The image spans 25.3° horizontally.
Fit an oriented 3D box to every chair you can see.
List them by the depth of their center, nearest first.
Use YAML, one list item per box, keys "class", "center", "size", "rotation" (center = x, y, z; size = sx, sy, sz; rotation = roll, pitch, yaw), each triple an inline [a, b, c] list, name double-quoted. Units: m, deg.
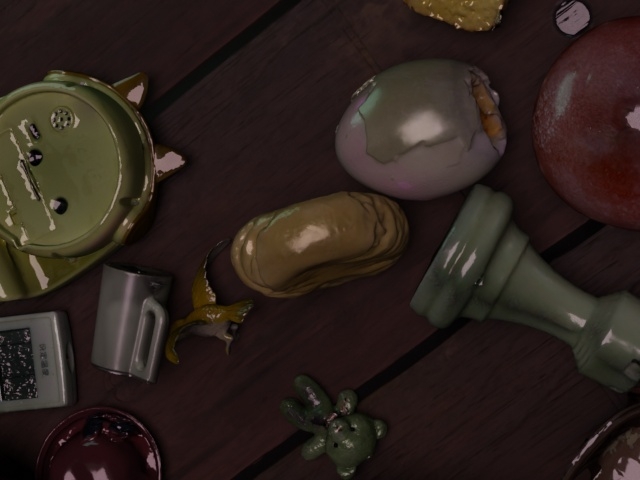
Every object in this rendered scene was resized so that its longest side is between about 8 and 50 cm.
- class: "chair"
  center: [0.398, 0.285, 1.699]
  size: [0.183, 0.326, 0.176]
  rotation: [41, 101, 12]

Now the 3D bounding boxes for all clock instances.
- class: "clock"
  center: [-0.370, -0.098, 2.009]
  size: [0.348, 0.117, 0.286]
  rotation: [-27, 84, 13]

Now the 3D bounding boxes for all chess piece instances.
- class: "chess piece"
  center: [0.283, 0.074, 1.814]
  size: [0.299, 0.194, 0.195]
  rotation: [28, 97, 4]

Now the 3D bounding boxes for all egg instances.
- class: "egg"
  center: [0.122, -0.139, 1.848]
  size: [0.217, 0.183, 0.183]
  rotation: [-17, 86, 24]

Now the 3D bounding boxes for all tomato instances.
- class: "tomato"
  center: [0.395, -0.145, 1.751]
  size: [0.270, 0.227, 0.270]
  rotation: [0, 92, 12]

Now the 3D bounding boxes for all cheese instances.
- class: "cheese"
  center: [0.000, 0.000, 1.865]
  size: [0.226, 0.214, 0.117]
  rotation: [-20, 81, 21]

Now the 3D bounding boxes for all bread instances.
- class: "bread"
  center: [0.207, -0.410, 1.835]
  size: [0.160, 0.147, 0.261]
  rotation: [21, 125, 6]

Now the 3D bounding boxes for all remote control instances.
- class: "remote control"
  center: [-0.524, 0.189, 2.085]
  size: [0.344, 0.050, 0.145]
  rotation: [-8, 88, 14]

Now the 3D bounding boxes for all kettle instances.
- class: "kettle"
  center: [-0.256, 0.113, 1.989]
  size: [0.126, 0.098, 0.148]
  rotation: [12, 95, 17]

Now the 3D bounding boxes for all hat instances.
- class: "hat"
  center: [-0.320, 0.338, 2.011]
  size: [0.205, 0.089, 0.206]
  rotation: [0, 89, 15]

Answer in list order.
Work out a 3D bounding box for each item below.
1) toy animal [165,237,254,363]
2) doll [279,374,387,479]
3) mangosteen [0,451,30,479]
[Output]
- class: "toy animal"
  center: [-0.159, 0.125, 1.971]
  size: [0.095, 0.219, 0.155]
  rotation: [23, 134, -3]
- class: "doll"
  center: [0.008, 0.250, 1.937]
  size: [0.150, 0.077, 0.115]
  rotation: [34, 88, 24]
- class: "mangosteen"
  center: [-0.535, 0.409, 1.970]
  size: [0.293, 0.297, 0.297]
  rotation: [38, 99, 9]
